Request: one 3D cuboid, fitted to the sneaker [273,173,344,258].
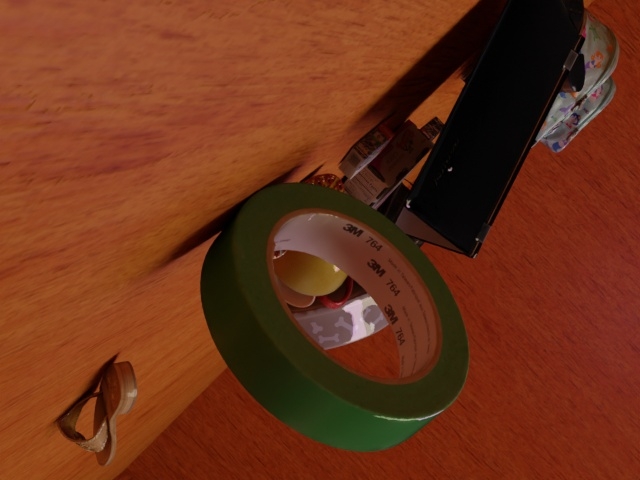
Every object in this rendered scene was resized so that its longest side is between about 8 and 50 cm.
[{"bbox_3d":[-0.038,-0.037,1.351,0.175,0.064,0.067,-38,-164,-27],"label":"sneaker"}]

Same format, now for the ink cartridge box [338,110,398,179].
[{"bbox_3d":[0.081,-0.146,1.514,0.115,0.029,0.063,-41,175,-33],"label":"ink cartridge box"}]

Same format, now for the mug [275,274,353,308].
[{"bbox_3d":[-0.004,0.048,1.916,0.113,0.150,0.169,-13,-155,45],"label":"mug"}]

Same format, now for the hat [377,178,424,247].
[{"bbox_3d":[0.178,-0.034,2.173,0.331,0.134,0.331,-156,-90,-88],"label":"hat"}]

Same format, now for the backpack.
[{"bbox_3d":[0.420,-0.302,1.797,0.253,0.191,0.225,-53,-159,22],"label":"backpack"}]

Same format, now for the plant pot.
[{"bbox_3d":[0.000,0.000,1.426,0.134,0.134,0.095,-41,176,-37],"label":"plant pot"}]

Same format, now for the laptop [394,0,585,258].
[{"bbox_3d":[0.208,-0.198,1.511,0.382,0.236,0.408,-62,-155,-2],"label":"laptop"}]

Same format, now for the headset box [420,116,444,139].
[{"bbox_3d":[0.226,-0.224,2.152,0.083,0.032,0.062,-40,174,-40],"label":"headset box"}]

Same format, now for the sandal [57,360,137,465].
[{"bbox_3d":[-0.317,0.239,1.350,0.079,0.088,0.240,-5,147,-29],"label":"sandal"}]

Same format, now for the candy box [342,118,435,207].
[{"bbox_3d":[0.087,-0.096,1.784,0.159,0.071,0.233,-42,176,-41],"label":"candy box"}]

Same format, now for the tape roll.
[{"bbox_3d":[0.021,0.079,1.127,0.077,0.321,0.321,-46,176,36],"label":"tape roll"}]

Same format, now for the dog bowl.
[{"bbox_3d":[0.010,0.147,2.193,0.348,0.102,0.349,-14,-169,3],"label":"dog bowl"}]

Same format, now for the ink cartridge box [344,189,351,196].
[{"bbox_3d":[0.037,-0.005,1.703,0.092,0.143,0.090,-40,174,-43],"label":"ink cartridge box"}]

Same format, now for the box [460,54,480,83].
[{"bbox_3d":[0.364,-0.392,1.876,0.201,0.021,0.164,-41,175,-31],"label":"box"}]

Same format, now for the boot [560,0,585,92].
[{"bbox_3d":[0.375,-0.352,1.649,0.106,0.219,0.082,0,-177,40],"label":"boot"}]
